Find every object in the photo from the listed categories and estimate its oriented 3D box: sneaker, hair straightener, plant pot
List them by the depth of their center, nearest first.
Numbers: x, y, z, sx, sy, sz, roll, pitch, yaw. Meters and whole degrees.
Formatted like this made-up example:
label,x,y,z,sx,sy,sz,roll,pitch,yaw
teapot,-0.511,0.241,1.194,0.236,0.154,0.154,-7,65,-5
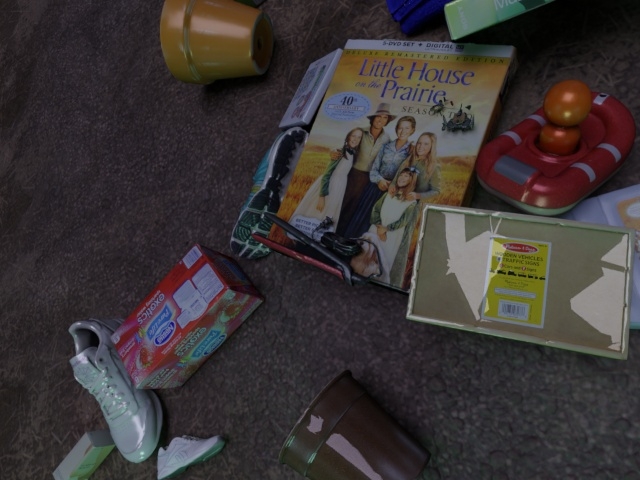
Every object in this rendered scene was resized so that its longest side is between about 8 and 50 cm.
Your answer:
label,x,y,z,sx,sy,sz,roll,pitch,yaw
plant pot,0.056,0.305,0.661,0.165,0.167,0.167,34,90,22
hair straightener,0.000,0.000,0.717,0.231,0.047,0.089,24,85,29
sneaker,-0.243,0.381,0.835,0.152,0.054,0.061,-31,60,15
sneaker,-0.413,0.286,0.893,0.114,0.152,0.305,-37,63,9
sneaker,-0.094,-0.091,0.902,0.275,0.107,0.110,-63,29,2
plant pot,-0.213,-0.443,1.014,0.188,0.205,0.205,12,79,13

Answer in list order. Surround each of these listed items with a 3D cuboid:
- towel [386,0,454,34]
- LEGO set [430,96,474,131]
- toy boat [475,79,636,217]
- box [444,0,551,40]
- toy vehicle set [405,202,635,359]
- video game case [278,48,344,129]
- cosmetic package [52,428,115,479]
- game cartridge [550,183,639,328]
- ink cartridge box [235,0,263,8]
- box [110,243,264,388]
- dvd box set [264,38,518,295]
label,x,y,z,sx,sy,sz,roll,pitch,yaw
towel,0.227,-0.534,0.784,0.308,0.076,0.227,-16,83,51
LEGO set,0.205,-0.187,0.700,0.054,0.023,0.083,-25,52,13
toy boat,0.331,-0.149,0.633,0.231,0.151,0.151,-33,50,-22
box,0.352,-0.395,0.700,0.322,0.232,0.058,-18,107,21
toy vehicle set,0.258,0.048,0.611,0.267,0.035,0.165,9,79,15
video game case,-0.021,-0.297,0.918,0.157,0.019,0.143,-64,25,-3
cosmetic package,-0.475,0.440,0.928,0.041,0.060,0.115,42,96,29
game cartridge,0.488,0.007,0.596,0.298,0.062,0.198,-18,63,20
ink cartridge box,-0.130,-0.703,1.101,0.255,0.097,0.188,-30,63,14
box,-0.252,0.148,0.873,0.257,0.123,0.128,-47,60,6
dvd box set,0.113,-0.137,0.772,0.308,0.062,0.420,18,81,29
